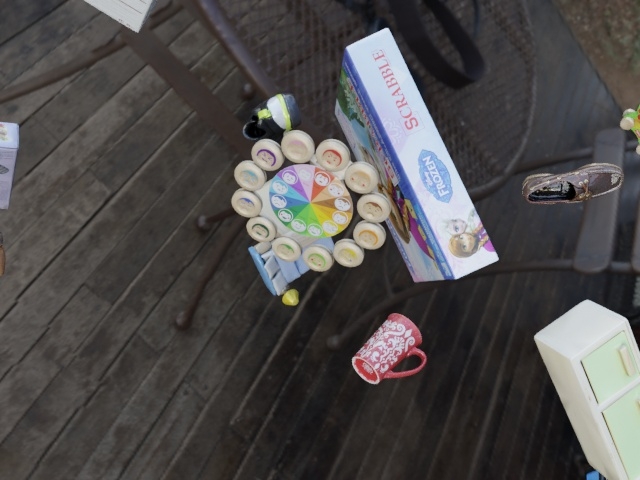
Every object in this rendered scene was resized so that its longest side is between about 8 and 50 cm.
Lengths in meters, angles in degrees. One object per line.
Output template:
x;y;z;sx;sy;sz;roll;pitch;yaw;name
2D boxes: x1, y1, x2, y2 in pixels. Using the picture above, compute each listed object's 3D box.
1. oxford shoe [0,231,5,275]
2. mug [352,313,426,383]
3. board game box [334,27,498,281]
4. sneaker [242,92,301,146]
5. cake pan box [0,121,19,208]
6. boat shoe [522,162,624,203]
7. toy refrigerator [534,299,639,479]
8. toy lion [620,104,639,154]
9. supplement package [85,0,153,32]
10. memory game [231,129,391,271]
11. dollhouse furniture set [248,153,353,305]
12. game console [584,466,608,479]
-0.570;0.026;1.068;0.076;0.212;0.076;-40;129;-58;oxford shoe
0.183;0.290;1.822;0.169;0.150;0.113;-39;131;-30;mug
0.119;-0.096;1.006;0.066;0.318;0.319;-25;86;-3;board game box
-0.106;-0.222;1.326;0.097;0.234;0.084;-20;86;-13;sneaker
-0.737;-0.148;1.363;0.267;0.246;0.070;1;61;-26;cake pan box
0.532;-0.111;1.475;0.073;0.207;0.073;-65;142;-64;boat shoe
0.420;0.230;1.022;0.102;0.094;0.269;-32;112;-9;toy refrigerator
0.584;-0.205;1.225;0.100;0.096;0.034;49;53;-21;toy lion
-0.300;-0.435;1.124;0.105;0.179;0.105;30;70;-18;supplement package
-0.012;-0.038;0.782;0.186;0.186;0.012;49;37;-19;memory game
0.000;0.000;1.614;0.286;0.198;0.303;-32;133;-15;dollhouse furniture set
0.542;0.488;1.388;0.107;0.071;0.122;48;42;-36;game console
